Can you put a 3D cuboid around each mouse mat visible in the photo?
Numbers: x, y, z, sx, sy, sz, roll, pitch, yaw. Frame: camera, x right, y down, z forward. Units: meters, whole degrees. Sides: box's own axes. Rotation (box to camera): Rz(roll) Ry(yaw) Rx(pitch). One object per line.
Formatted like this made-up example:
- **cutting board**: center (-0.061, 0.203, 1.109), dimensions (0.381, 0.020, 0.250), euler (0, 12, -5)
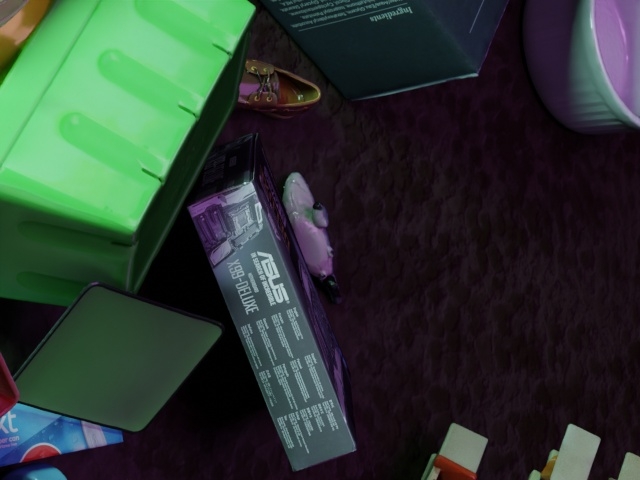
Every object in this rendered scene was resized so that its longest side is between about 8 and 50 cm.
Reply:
- **mouse mat**: center (-0.195, 0.116, 1.838), dimensions (0.190, 0.152, 0.007), euler (22, 24, -47)

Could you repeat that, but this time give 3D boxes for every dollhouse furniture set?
- **dollhouse furniture set**: center (0.237, 0.341, 2.291), dimensions (0.259, 0.262, 0.135), euler (26, 45, 1)

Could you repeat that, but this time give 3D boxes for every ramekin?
- **ramekin**: center (0.398, -0.275, 2.632), dimensions (0.277, 0.135, 0.277), euler (9, 78, -46)

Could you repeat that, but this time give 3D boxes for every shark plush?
- **shark plush**: center (0.000, 0.000, 2.218), dimensions (0.161, 0.073, 0.067), euler (55, 18, -21)

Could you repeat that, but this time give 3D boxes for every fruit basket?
- **fruit basket**: center (-0.285, -0.154, 1.834), dimensions (0.392, 0.283, 0.392), euler (4, 59, -7)

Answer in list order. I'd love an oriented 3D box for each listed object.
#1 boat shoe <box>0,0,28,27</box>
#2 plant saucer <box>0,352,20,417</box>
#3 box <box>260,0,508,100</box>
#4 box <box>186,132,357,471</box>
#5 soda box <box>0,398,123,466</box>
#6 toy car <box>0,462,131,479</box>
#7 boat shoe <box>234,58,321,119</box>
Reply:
- **boat shoe**: center (-0.256, -0.313, 1.717), dimensions (0.109, 0.098, 0.302), euler (37, 56, -14)
- **plant saucer**: center (-0.390, 0.152, 1.636), dimensions (0.258, 0.048, 0.259), euler (-41, 155, -18)
- **box**: center (0.046, -0.407, 2.212), dimensions (0.395, 0.212, 0.293), euler (47, 52, -31)
- **box**: center (-0.050, 0.059, 2.038), dimensions (0.242, 0.077, 0.307), euler (-94, 164, -76)
- **soda box**: center (-0.292, 0.178, 1.858), dimensions (0.210, 0.067, 0.071), euler (-6, 89, -47)
- **toy car**: center (-0.276, 0.349, 1.768), dimensions (0.219, 0.210, 0.237), euler (-14, 108, -61)
- **boat shoe**: center (-0.072, -0.176, 2.158), dimensions (0.178, 0.060, 0.064), euler (8, 78, -47)
